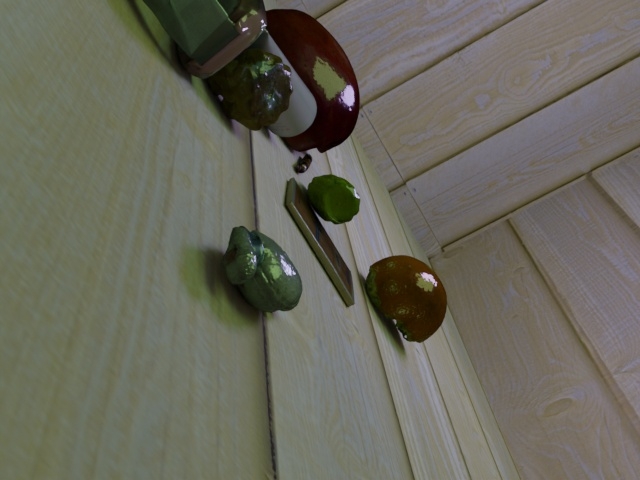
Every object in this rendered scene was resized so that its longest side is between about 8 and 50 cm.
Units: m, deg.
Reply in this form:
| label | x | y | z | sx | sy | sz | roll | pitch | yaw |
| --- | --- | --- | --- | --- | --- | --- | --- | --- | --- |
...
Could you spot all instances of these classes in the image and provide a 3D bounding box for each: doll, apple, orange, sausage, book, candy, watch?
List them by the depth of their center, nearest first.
| label | x | y | z | sx | sy | sz | roll | pitch | yaw |
| --- | --- | --- | --- | --- | --- | --- | --- | --- | --- |
| doll | -0.066 | 0.037 | 0.887 | 0.104 | 0.071 | 0.214 | 66 | 8 | 16 |
| watch | -0.216 | -0.410 | 1.138 | 0.241 | 0.161 | 0.253 | 44 | 18 | -37 |
| book | 0.001 | 0.000 | 1.459 | 0.242 | 0.018 | 0.170 | 58 | 11 | -18 |
| candy | 0.017 | -0.095 | 1.563 | 0.097 | 0.096 | 0.209 | 58 | -6 | -19 |
| sausage | -0.037 | -0.180 | 1.717 | 0.198 | 0.025 | 0.029 | -75 | 177 | -77 |
| orange | 0.217 | 0.131 | 1.770 | 0.237 | 0.158 | 0.179 | 54 | 15 | -38 |
| apple | -0.054 | -0.384 | 1.806 | 0.365 | 0.295 | 0.329 | 65 | -19 | 10 |

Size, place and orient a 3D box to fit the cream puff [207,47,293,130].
| label | x | y | z | sx | sy | sz | roll | pitch | yaw |
| --- | --- | --- | --- | --- | --- | --- | --- | --- | --- |
| cream puff | -0.127 | -0.267 | 1.281 | 0.116 | 0.146 | 0.146 | 23 | -9 | 28 |

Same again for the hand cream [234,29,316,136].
| label | x | y | z | sx | sy | sz | roll | pitch | yaw |
| --- | --- | --- | --- | --- | --- | --- | --- | --- | --- |
| hand cream | -0.115 | -0.320 | 1.424 | 0.185 | 0.118 | 0.358 | 19 | -10 | 25 |
